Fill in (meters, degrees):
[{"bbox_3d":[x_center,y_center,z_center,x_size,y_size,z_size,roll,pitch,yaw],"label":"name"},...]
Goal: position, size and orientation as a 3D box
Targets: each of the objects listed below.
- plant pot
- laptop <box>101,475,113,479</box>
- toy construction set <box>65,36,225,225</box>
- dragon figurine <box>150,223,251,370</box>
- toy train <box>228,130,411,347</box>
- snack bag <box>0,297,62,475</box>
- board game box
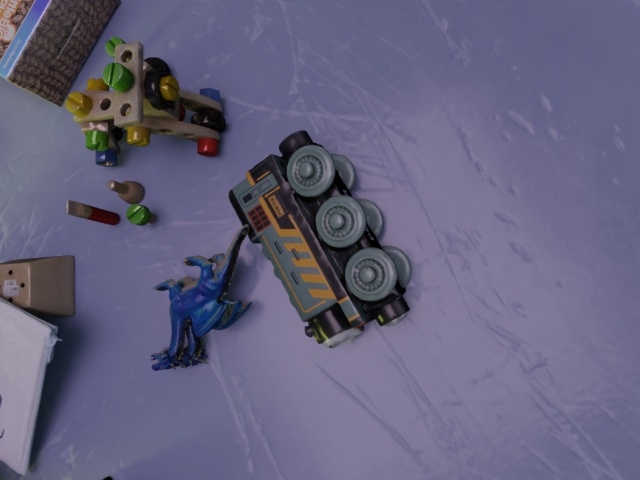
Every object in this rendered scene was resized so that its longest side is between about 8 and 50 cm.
[{"bbox_3d":[-0.502,0.079,1.002,0.109,0.096,0.109,-4,83,11],"label":"plant pot"},{"bbox_3d":[-0.395,0.565,0.912,0.234,0.264,0.136,49,133,11],"label":"laptop"},{"bbox_3d":[-0.320,-0.174,0.918,0.257,0.237,0.309,22,90,13],"label":"toy construction set"},{"bbox_3d":[-0.172,0.099,0.922,0.289,0.085,0.144,-37,76,20],"label":"dragon figurine"},{"bbox_3d":[0.000,0.000,0.897,0.190,0.142,0.334,-32,81,19],"label":"toy train"},{"bbox_3d":[-0.608,0.216,0.987,0.342,0.037,0.323,24,109,14],"label":"snack bag"},{"bbox_3d":[-0.560,-0.423,1.040,0.291,0.141,0.232,30,91,13],"label":"board game box"}]
